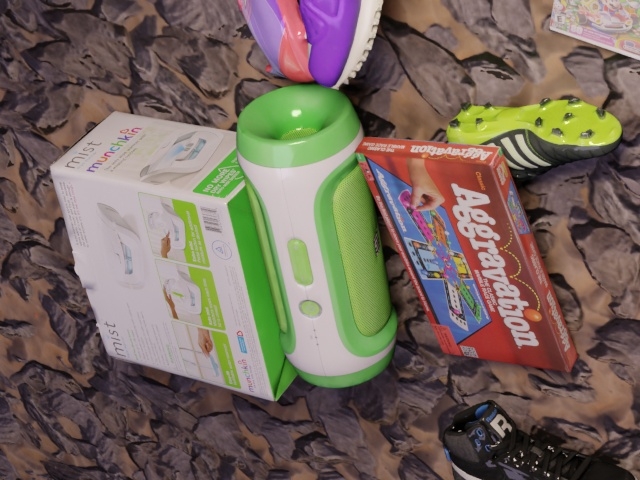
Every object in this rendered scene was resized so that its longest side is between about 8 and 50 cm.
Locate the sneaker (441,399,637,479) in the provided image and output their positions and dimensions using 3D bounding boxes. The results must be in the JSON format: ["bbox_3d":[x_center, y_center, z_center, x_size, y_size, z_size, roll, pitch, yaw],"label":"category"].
[{"bbox_3d":[0.213,0.225,1.595,0.217,0.079,0.121,-3,124,41],"label":"sneaker"}]

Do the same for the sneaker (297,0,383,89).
[{"bbox_3d":[-0.009,-0.269,1.298,0.146,0.102,0.293,10,126,2],"label":"sneaker"}]

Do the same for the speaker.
[{"bbox_3d":[0.000,0.000,1.523,0.131,0.131,0.296,12,131,30],"label":"speaker"}]

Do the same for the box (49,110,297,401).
[{"bbox_3d":[-0.138,0.017,1.650,0.231,0.127,0.262,11,131,31],"label":"box"}]

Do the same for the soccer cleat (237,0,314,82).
[{"bbox_3d":[-0.054,-0.251,1.397,0.095,0.083,0.248,3,129,41],"label":"soccer cleat"}]

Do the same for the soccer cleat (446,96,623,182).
[{"bbox_3d":[0.193,-0.086,1.369,0.179,0.060,0.072,6,138,42],"label":"soccer cleat"}]

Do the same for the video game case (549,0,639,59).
[{"bbox_3d":[0.235,-0.210,1.259,0.087,0.011,0.122,23,135,21],"label":"video game case"}]

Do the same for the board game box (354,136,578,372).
[{"bbox_3d":[0.142,0.017,1.474,0.145,0.027,0.281,6,138,34],"label":"board game box"}]
